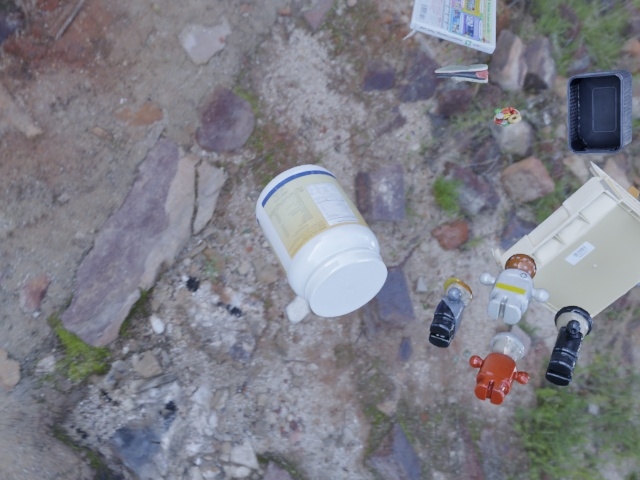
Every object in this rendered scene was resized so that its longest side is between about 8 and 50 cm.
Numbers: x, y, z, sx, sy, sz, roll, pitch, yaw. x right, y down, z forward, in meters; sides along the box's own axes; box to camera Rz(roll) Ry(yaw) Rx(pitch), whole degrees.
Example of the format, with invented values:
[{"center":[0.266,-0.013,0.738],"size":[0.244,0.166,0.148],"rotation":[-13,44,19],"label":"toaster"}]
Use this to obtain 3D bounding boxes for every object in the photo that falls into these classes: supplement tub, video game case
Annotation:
[{"center":[0.000,0.000,1.554],"size":[0.228,0.228,0.316],"rotation":[-5,47,-31],"label":"supplement tub"},{"center":[0.306,-0.519,1.498],"size":[0.193,0.023,0.213],"rotation":[16,50,-4],"label":"video game case"}]

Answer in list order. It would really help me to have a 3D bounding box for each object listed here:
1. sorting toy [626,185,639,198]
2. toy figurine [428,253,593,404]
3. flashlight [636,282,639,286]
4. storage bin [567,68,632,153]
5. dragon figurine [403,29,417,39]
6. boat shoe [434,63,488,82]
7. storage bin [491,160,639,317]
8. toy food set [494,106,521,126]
[{"center":[0.887,-0.009,1.951],"size":[0.307,0.041,0.229],"rotation":[-42,76,-16],"label":"sorting toy"},{"center":[0.302,0.136,1.061],"size":[0.209,0.213,0.148],"rotation":[47,46,-7],"label":"toy figurine"},{"center":[0.756,-0.038,1.422],"size":[0.103,0.304,0.103],"rotation":[16,24,-3],"label":"flashlight"},{"center":[0.643,-0.296,1.516],"size":[0.084,0.122,0.180],"rotation":[-26,114,-48],"label":"storage bin"},{"center":[0.310,-0.663,1.833],"size":[0.144,0.085,0.290],"rotation":[37,65,-68],"label":"dragon figurine"},{"center":[0.358,-0.420,1.672],"size":[0.049,0.136,0.043],"rotation":[-58,144,-48],"label":"boat shoe"},{"center":[0.528,0.015,1.327],"size":[0.260,0.262,0.123],"rotation":[30,29,-27],"label":"storage bin"},{"center":[0.591,-0.392,2.087],"size":[0.020,0.082,0.083],"rotation":[62,20,-49],"label":"toy food set"}]
